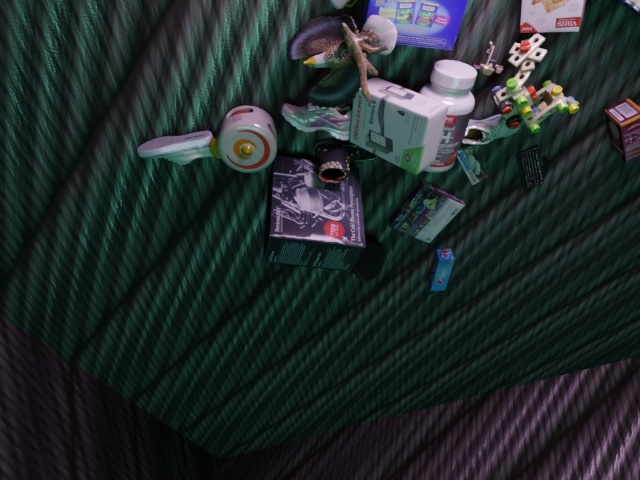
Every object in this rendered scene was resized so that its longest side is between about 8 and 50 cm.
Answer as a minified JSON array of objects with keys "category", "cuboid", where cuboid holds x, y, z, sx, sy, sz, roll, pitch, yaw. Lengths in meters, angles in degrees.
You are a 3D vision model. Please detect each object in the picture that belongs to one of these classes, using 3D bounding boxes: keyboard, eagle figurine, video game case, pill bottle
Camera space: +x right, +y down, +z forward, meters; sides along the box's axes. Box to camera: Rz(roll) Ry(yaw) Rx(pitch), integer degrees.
[{"category":"keyboard","cuboid":[0.807,-0.277,1.692,0.108,0.023,0.180,-22,132,15]},{"category":"eagle figurine","cuboid":[0.043,-0.499,1.234,0.224,0.298,0.227,16,95,-21]},{"category":"video game case","cuboid":[0.422,-0.107,1.800,0.210,0.042,0.232,19,128,-22]},{"category":"pill bottle","cuboid":[0.385,-0.393,1.436,0.176,0.177,0.319,1,133,-6]}]

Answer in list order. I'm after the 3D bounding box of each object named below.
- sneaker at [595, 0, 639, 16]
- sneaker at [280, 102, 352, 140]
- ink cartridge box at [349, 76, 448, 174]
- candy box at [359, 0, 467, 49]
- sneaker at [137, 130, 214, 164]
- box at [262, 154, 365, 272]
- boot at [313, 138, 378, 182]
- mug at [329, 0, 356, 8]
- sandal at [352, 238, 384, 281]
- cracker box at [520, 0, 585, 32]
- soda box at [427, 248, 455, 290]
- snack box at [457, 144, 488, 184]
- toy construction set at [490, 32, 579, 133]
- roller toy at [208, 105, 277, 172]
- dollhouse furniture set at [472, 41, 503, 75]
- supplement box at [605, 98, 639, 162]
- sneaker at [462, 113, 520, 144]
[{"category":"sneaker","cuboid":[0.818,-0.704,1.235,0.182,0.128,0.315,-32,121,27]},{"category":"sneaker","cuboid":[-0.002,-0.410,1.447,0.251,0.103,0.111,7,128,-20]},{"category":"ink cartridge box","cuboid":[0.231,-0.357,1.390,0.114,0.272,0.199,-36,145,-34]},{"category":"candy box","cuboid":[0.262,-0.693,1.182,0.267,0.122,0.317,4,134,-7]},{"category":"sneaker","cuboid":[-0.477,-0.295,1.505,0.257,0.094,0.091,-8,129,1]},{"category":"box","cuboid":[-0.027,-0.092,1.550,0.311,0.344,0.179,6,147,-11]},{"category":"boot","cuboid":[0.096,-0.266,1.527,0.236,0.179,0.085,2,133,-6]},{"category":"mug","cuboid":[0.063,-0.667,1.232,0.078,0.062,0.064,31,132,-21]},{"category":"sandal","cuboid":[0.135,0.044,1.844,0.168,0.107,0.445,-57,142,1]},{"category":"cracker box","cuboid":[0.631,-0.687,1.209,0.155,0.067,0.232,14,142,31]},{"category":"soda box","cuboid":[0.540,0.133,2.020,0.071,0.067,0.210,-1,133,-3]},{"category":"snack box","cuboid":[0.557,-0.282,1.662,0.064,0.022,0.178,-28,130,21]},{"category":"toy construction set","cuboid":[0.655,-0.460,1.394,0.214,0.151,0.327,-28,137,27]},{"category":"roller toy","cuboid":[-0.238,-0.325,1.463,0.209,0.146,0.191,22,127,-23]},{"category":"dollhouse furniture set","cuboid":[0.524,-0.543,1.351,0.090,0.114,0.081,13,123,-1]},{"category":"supplement box","cuboid":[1.066,-0.378,1.564,0.080,0.104,0.188,-26,130,19]},{"category":"sneaker","cuboid":[0.571,-0.370,1.534,0.228,0.092,0.088,-7,132,0]}]
